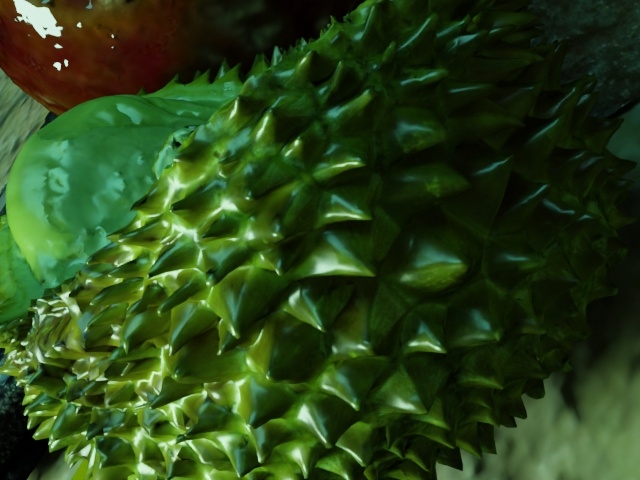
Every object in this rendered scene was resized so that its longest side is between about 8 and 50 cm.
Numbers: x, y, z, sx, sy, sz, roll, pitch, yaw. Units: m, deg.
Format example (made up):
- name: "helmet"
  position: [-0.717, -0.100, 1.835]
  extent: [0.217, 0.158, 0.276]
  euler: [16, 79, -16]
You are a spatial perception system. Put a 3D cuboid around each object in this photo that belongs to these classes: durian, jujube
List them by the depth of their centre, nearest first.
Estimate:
- name: "durian"
  position: [-0.002, 0.002, 0.477]
  extent: [0.237, 0.176, 0.200]
  euler: [-32, 31, 33]
- name: "jujube"
  position: [-0.062, -0.150, 0.657]
  extent: [0.197, 0.197, 0.290]
  euler: [-39, 1, 23]

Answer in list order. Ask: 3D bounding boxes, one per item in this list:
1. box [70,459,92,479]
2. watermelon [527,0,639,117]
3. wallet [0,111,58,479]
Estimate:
- name: "box"
  position: [-0.114, 0.212, 0.556]
  extent: [0.279, 0.041, 0.153]
  euler: [-59, 30, -8]
- name: "watermelon"
  position: [0.075, -0.097, 0.579]
  extent: [0.241, 0.094, 0.154]
  euler: [-38, 28, 29]
- name: "wallet"
  position: [-0.167, 0.018, 0.806]
  extent: [0.221, 0.071, 0.262]
  euler: [-60, 28, -1]
